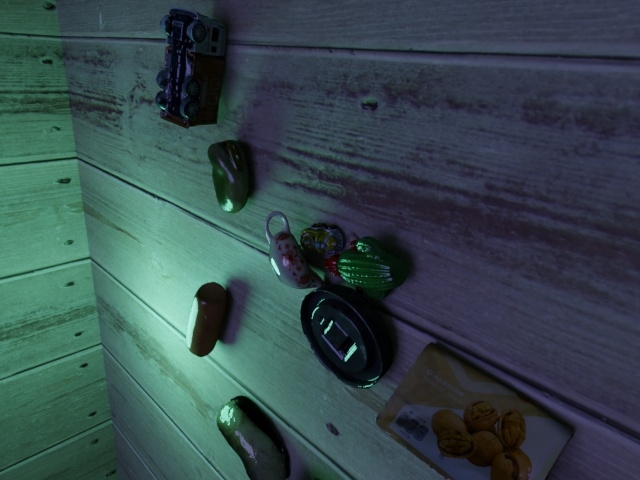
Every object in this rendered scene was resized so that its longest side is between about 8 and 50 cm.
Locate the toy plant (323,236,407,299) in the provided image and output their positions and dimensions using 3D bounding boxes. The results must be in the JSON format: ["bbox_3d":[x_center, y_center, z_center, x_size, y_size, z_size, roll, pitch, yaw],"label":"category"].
[{"bbox_3d":[0.103,0.073,1.082,0.154,0.088,0.240,48,149,-1],"label":"toy plant"}]

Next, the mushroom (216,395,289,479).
[{"bbox_3d":[-0.257,0.712,1.639,0.344,0.130,0.247,53,130,22],"label":"mushroom"}]

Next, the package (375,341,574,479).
[{"bbox_3d":[0.305,0.392,0.949,0.311,0.221,0.165,28,161,36],"label":"package"}]

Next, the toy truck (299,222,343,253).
[{"bbox_3d":[0.000,0.000,1.170,0.111,0.077,0.076,12,110,45],"label":"toy truck"}]

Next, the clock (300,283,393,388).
[{"bbox_3d":[0.060,0.237,1.170,0.281,0.056,0.280,28,132,37],"label":"clock"}]

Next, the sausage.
[{"bbox_3d":[-0.410,0.291,1.669,0.121,0.121,0.304,42,130,30],"label":"sausage"}]

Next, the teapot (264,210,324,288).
[{"bbox_3d":[-0.080,0.041,1.223,0.116,0.159,0.245,-21,105,9],"label":"teapot"}]

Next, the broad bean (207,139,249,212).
[{"bbox_3d":[-0.268,-0.190,1.387,0.169,0.100,0.227,48,145,36],"label":"broad bean"}]

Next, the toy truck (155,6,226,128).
[{"bbox_3d":[-0.357,-0.485,1.331,0.136,0.162,0.305,25,115,28],"label":"toy truck"}]
